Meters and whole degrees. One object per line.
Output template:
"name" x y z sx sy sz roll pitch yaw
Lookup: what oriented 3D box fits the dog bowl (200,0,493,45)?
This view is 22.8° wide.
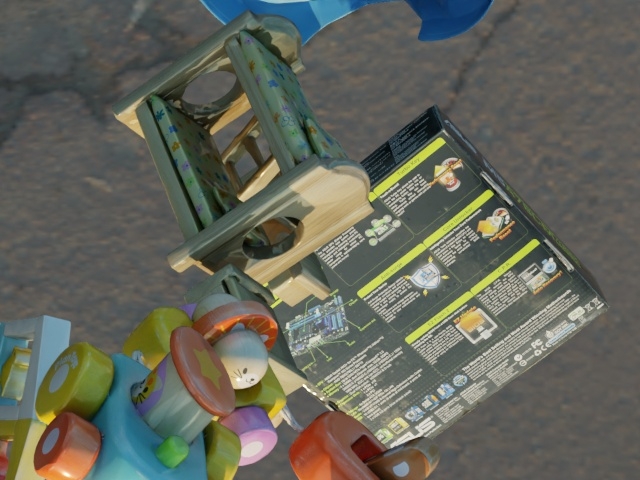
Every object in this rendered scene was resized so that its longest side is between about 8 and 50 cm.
"dog bowl" 0.019 -0.225 1.099 0.074 0.297 0.166 -43 122 -36

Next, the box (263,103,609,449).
"box" 0.060 0.035 1.039 0.191 0.045 0.184 -39 115 15

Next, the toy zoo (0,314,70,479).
"toy zoo" -0.306 0.171 1.488 0.030 0.293 0.192 17 75 -31

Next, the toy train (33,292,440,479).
"toy train" -0.012 0.063 0.476 0.125 0.046 0.166 47 18 12

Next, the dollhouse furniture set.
"dollhouse furniture set" 0.000 0.000 0.829 0.161 0.101 0.182 37 24 -53
